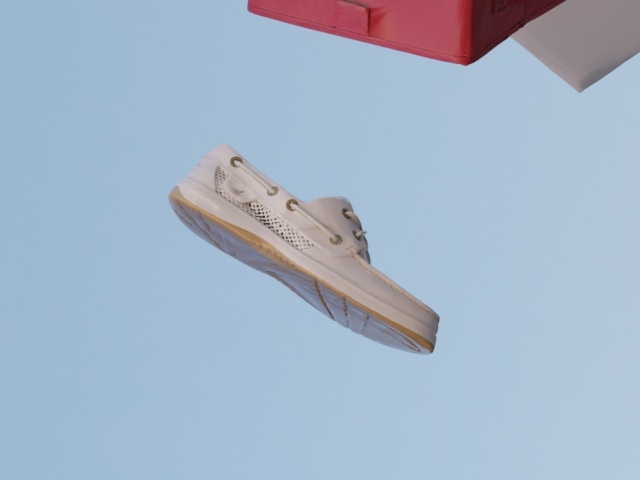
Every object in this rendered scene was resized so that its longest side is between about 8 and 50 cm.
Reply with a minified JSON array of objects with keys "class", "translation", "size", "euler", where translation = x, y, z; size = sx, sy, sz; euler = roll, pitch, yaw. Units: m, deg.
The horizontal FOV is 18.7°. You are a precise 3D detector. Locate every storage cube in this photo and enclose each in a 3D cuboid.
[{"class":"storage cube","translation":[0.069,-0.260,1.392],"size":[0.184,0.215,0.193],"euler":[-36,-44,-48]}]

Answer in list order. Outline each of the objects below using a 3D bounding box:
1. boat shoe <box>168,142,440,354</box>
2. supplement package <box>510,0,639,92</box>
[{"class":"boat shoe","translation":[0.000,0.000,1.726],"size":[0.096,0.277,0.098],"euler":[-55,-11,-17]},{"class":"supplement package","translation":[0.251,-0.337,2.015],"size":[0.177,0.175,0.293],"euler":[32,-147,-42]}]
